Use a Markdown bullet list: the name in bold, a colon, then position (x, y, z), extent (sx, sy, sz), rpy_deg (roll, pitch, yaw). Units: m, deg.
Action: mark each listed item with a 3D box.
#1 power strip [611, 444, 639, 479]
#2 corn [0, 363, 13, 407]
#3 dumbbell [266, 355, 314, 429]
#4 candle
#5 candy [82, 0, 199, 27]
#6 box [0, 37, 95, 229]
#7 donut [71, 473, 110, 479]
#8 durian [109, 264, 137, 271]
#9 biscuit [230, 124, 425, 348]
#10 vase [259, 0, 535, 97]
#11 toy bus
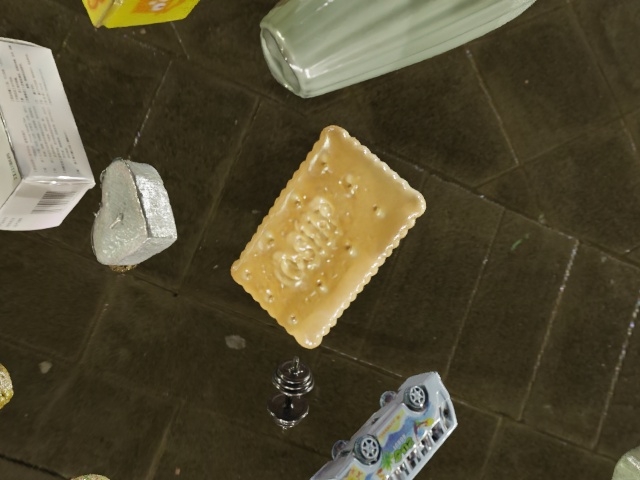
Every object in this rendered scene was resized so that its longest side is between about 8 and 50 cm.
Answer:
- **power strip**: position (0.249, 0.259, 0.471), extent (0.093, 0.053, 0.288), rpy_deg (-17, 122, -22)
- **corn**: position (-0.627, 0.267, 0.940), extent (0.322, 0.119, 0.119), rpy_deg (-15, 88, -46)
- **dumbbell**: position (-0.069, 0.346, 1.430), extent (0.099, 0.099, 0.208), rpy_deg (4, 119, -12)
- **candle**: position (-0.320, -0.037, 1.092), extent (0.068, 0.168, 0.192), rpy_deg (-2, 115, -51)
- **candy**: position (-0.153, -0.310, 0.446), extent (0.088, 0.146, 0.276), rpy_deg (-26, 91, -41)
- **box**: position (-0.571, -0.203, 1.199), extent (0.145, 0.173, 0.333), rpy_deg (-4, 65, -51)
- **donut**: position (-0.570, 0.640, 1.540), extent (0.174, 0.174, 0.068), rpy_deg (-3, 121, -13)
- **durian**: position (-0.449, 0.030, 1.431), extent (0.091, 0.080, 0.080), rpy_deg (39, 78, 14)
- **biscuit**: position (0.000, 0.000, 0.776), extent (0.160, 0.030, 0.250), rpy_deg (43, 113, 13)
- **vase**: position (0.068, -0.195, 0.483), extent (0.248, 0.128, 0.128), rpy_deg (-34, 93, -11)
- **toy bus**: position (0.137, 0.394, 1.230), extent (0.329, 0.109, 0.136), rpy_deg (-35, 90, -36)
